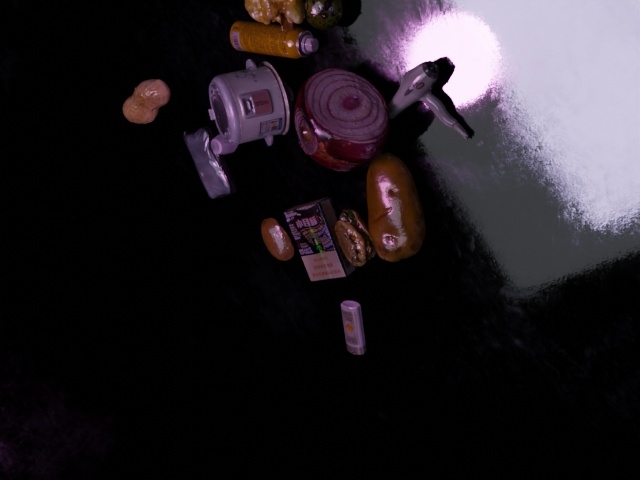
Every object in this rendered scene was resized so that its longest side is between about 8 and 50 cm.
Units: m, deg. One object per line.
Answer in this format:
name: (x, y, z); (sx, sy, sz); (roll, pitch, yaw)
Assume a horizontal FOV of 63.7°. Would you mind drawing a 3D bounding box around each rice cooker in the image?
rice cooker: (-0.235, -0.484, 1.832); (0.264, 0.316, 0.317); (14, 125, 65)

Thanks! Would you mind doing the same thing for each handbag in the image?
handbag: (-0.494, -0.344, 2.280); (0.191, 0.075, 0.332); (-9, 109, 46)

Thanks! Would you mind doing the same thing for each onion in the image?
onion: (0.055, -0.360, 1.656); (0.337, 0.282, 0.260); (49, 154, 14)

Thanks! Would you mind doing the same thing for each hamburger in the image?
hamburger: (0.135, -0.012, 1.875); (0.183, 0.130, 0.206); (102, 144, -65)

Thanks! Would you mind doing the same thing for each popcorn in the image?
popcorn: (-0.131, -0.807, 1.650); (0.233, 0.192, 0.266); (-22, 95, 26)

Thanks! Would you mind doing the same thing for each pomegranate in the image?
pomegranate: (0.006, -0.739, 1.624); (0.122, 0.122, 0.161); (-51, 42, 43)

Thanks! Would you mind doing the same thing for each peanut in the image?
peanut: (-0.786, -0.629, 2.332); (0.313, 0.149, 0.149); (-29, 92, 41)

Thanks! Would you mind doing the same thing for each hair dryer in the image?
hair dryer: (0.308, -0.390, 1.578); (0.229, 0.092, 0.267); (-12, 114, 51)

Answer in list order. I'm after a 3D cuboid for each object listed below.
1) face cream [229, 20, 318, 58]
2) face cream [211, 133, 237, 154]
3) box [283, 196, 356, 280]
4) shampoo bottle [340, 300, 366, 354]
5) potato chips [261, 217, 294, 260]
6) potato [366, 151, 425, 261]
face cream: (-0.156, -0.693, 1.779); (0.348, 0.105, 0.105); (20, 124, 32)
face cream: (-0.400, -0.403, 2.145); (0.091, 0.095, 0.091); (20, 124, 33)
box: (0.000, 0.000, 2.027); (0.198, 0.084, 0.310); (-11, 105, 43)
shampoo bottle: (0.136, 0.360, 2.119); (0.086, 0.056, 0.227); (10, 118, 38)
potato chips: (-0.197, -0.001, 2.221); (0.150, 0.049, 0.202); (-23, 90, 40)
potato: (0.245, -0.113, 1.723); (0.195, 0.176, 0.369); (-135, 34, -78)
